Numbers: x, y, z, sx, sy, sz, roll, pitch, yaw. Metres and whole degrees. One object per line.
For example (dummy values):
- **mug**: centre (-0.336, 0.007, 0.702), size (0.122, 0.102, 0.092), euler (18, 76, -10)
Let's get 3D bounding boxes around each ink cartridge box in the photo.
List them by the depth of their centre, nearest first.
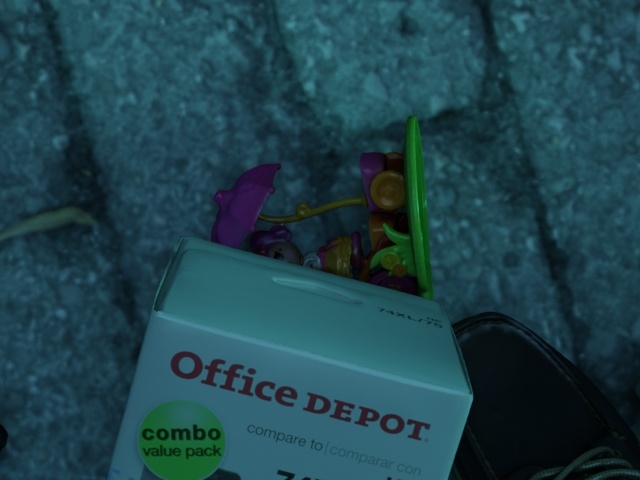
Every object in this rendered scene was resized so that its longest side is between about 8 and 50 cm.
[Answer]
- **ink cartridge box**: centre (-0.039, 0.164, 0.854), size (0.198, 0.197, 0.270), euler (15, 103, -4)

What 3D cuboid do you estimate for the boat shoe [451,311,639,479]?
- **boat shoe**: centre (0.196, 0.191, 0.879), size (0.132, 0.130, 0.355), euler (-30, 73, -12)

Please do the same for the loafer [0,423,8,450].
- **loafer**: centre (-0.317, 0.242, 0.917), size (0.095, 0.109, 0.302), euler (43, 89, -17)

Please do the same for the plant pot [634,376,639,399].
- **plant pot**: centre (0.425, 0.112, 0.885), size (0.252, 0.247, 0.248), euler (-34, 89, -25)

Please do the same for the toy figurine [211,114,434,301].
- **toy figurine**: centre (0.000, 0.000, 0.968), size (0.159, 0.130, 0.173), euler (-5, 110, 8)
